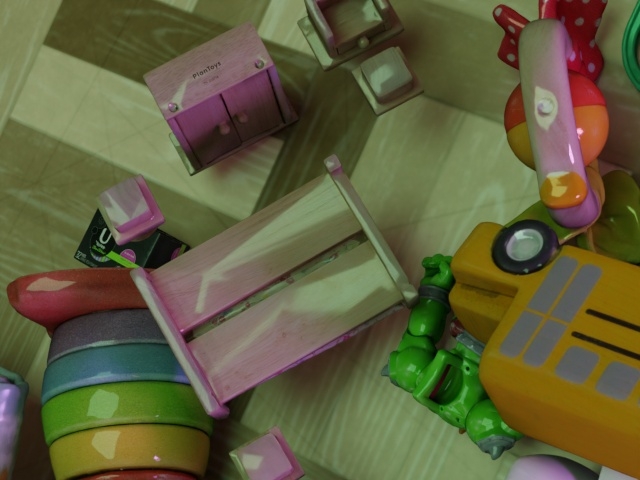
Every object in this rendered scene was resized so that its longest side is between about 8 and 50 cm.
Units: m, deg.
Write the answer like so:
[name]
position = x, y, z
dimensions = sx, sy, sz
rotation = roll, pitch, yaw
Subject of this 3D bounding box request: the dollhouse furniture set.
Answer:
[dollhouse furniture set]
position = 0.000, 0.000, 1.455
dimensions = 0.303, 0.174, 0.355
rotation = -29, 77, -2

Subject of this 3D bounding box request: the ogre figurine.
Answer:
[ogre figurine]
position = 0.127, 0.095, 1.367
dimensions = 0.197, 0.097, 0.118
rotation = 37, 85, 22

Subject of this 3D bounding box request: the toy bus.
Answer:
[toy bus]
position = 0.232, 0.094, 1.190
dimensions = 0.333, 0.108, 0.130
rotation = 19, 65, 36

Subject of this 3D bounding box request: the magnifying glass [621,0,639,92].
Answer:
[magnifying glass]
position = 0.296, -0.221, 1.402
dimensions = 0.092, 0.026, 0.230
rotation = -5, 75, 30

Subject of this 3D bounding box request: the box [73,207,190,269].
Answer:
[box]
position = -0.178, 0.011, 1.596
dimensions = 0.083, 0.052, 0.062
rotation = 26, 90, 35

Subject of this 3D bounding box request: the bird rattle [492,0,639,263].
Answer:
[bird rattle]
position = 0.196, -0.097, 1.328
dimensions = 0.143, 0.207, 0.253
rotation = -1, 85, 12

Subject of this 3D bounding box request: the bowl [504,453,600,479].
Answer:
[bowl]
position = 0.173, 0.234, 1.259
dimensions = 0.053, 0.142, 0.142
rotation = 15, 90, 32

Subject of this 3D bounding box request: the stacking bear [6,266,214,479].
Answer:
[stacking bear]
position = -0.172, 0.183, 1.479
dimensions = 0.164, 0.175, 0.289
rotation = -8, 71, 7

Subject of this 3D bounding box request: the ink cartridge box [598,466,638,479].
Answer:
[ink cartridge box]
position = 0.313, 0.286, 1.186
dimensions = 0.278, 0.117, 0.201
rotation = 13, 83, 34

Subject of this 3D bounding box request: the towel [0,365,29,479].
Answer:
[towel]
position = -0.427, 0.241, 1.605
dimensions = 0.374, 0.090, 0.320
rotation = 15, 98, 42
